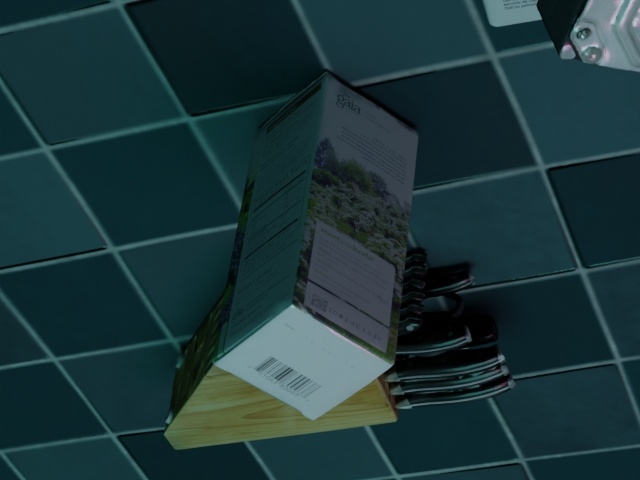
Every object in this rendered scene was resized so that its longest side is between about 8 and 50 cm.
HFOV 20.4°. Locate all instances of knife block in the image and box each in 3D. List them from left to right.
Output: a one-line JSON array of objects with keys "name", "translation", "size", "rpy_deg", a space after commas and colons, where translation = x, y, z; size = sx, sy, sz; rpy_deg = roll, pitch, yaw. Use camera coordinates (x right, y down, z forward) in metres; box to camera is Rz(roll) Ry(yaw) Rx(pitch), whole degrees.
[{"name": "knife block", "translation": [0.021, 0.111, 1.537], "size": [0.242, 0.088, 0.275], "rpy_deg": [22, 136, -14]}]

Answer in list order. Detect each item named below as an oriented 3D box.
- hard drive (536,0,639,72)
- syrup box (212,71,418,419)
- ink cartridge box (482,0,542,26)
[{"name": "hard drive", "translation": [0.330, -0.193, 1.081], "size": [0.339, 0.064, 0.237], "rpy_deg": [7, 131, -20]}, {"name": "syrup box", "translation": [0.000, 0.000, 1.302], "size": [0.093, 0.237, 0.096], "rpy_deg": [32, 132, -24]}, {"name": "ink cartridge box", "translation": [0.158, -0.247, 1.112], "size": [0.153, 0.087, 0.208], "rpy_deg": [-7, 138, 15]}]
